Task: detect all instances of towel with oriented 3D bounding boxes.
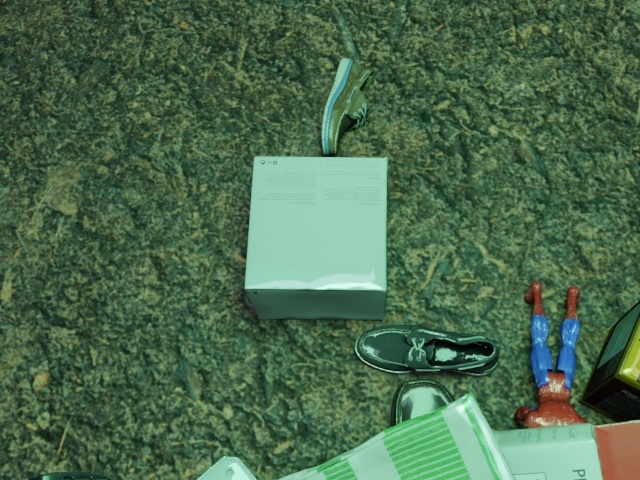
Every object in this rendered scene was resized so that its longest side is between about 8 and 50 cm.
[{"bbox_3d":[0.083,0.351,0.906,0.325,0.038,0.247,-28,74,8],"label":"towel"}]

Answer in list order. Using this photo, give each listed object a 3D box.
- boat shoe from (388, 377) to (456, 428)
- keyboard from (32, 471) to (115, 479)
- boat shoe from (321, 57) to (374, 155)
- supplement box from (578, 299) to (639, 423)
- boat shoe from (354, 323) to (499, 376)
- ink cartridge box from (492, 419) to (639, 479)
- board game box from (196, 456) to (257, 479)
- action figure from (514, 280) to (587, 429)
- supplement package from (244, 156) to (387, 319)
[{"bbox_3d":[0.168,0.343,1.000,0.132,0.130,0.355,-12,68,0],"label":"boat shoe"},{"bbox_3d":[-0.350,0.458,0.991,0.202,0.033,0.317,8,64,-27],"label":"keyboard"},{"bbox_3d":[0.046,-0.217,1.273,0.066,0.066,0.183,12,69,7],"label":"boat shoe"},{"bbox_3d":[0.471,0.181,1.014,0.191,0.194,0.129,26,72,13],"label":"supplement box"},{"bbox_3d":[0.151,0.151,1.115,0.206,0.065,0.075,5,68,6],"label":"boat shoe"},{"bbox_3d":[0.340,0.364,0.919,0.261,0.066,0.296,-11,93,17],"label":"ink cartridge box"},{"bbox_3d":[-0.129,0.525,0.905,0.390,0.050,0.390,-37,80,-28],"label":"board game box"},{"bbox_3d":[0.317,0.207,1.080,0.092,0.139,0.280,6,46,9],"label":"action figure"},{"bbox_3d":[0.000,0.000,1.141,0.194,0.149,0.203,1,68,4],"label":"supplement package"}]
